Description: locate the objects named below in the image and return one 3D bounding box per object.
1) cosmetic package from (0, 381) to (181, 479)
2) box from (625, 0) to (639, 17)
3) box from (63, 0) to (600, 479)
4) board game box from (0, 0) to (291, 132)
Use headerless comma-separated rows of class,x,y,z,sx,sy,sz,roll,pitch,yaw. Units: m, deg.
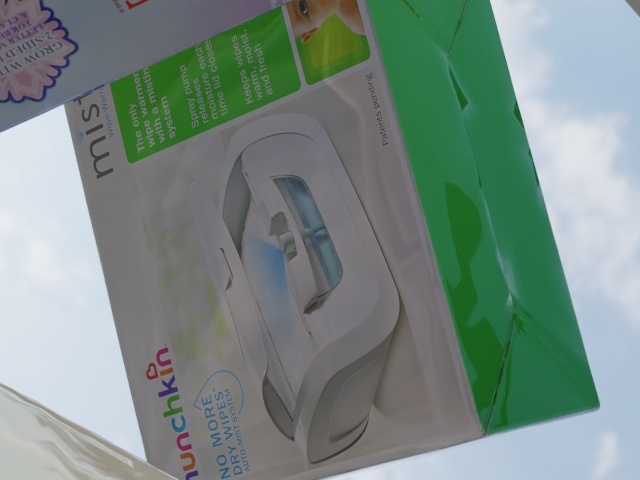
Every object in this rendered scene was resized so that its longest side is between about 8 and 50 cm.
cosmetic package,-0.104,0.112,0.477,0.309,0.113,0.160,19,-34,49
box,0.357,-0.195,1.425,0.181,0.182,0.119,51,-37,8
box,0.000,0.000,1.026,0.231,0.127,0.261,-19,-99,37
board game box,-0.014,-0.212,0.682,0.318,0.318,0.066,-22,-47,12
